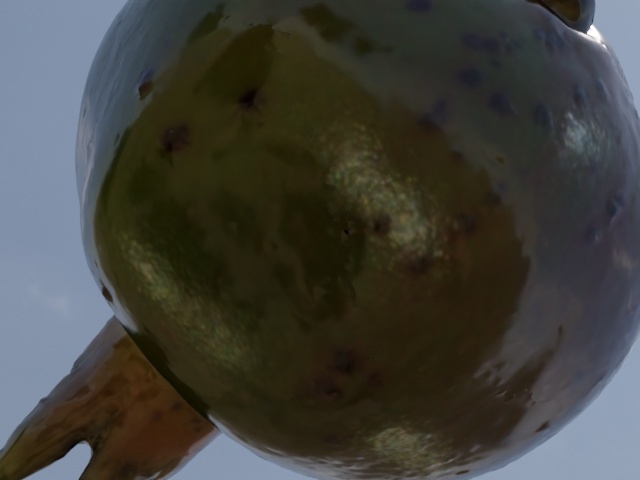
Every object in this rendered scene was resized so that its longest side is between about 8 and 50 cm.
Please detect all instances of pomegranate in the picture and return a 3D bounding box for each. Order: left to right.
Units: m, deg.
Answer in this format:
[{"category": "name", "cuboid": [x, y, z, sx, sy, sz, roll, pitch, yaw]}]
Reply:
[{"category": "pomegranate", "cuboid": [-0.006, 0.002, 0.458, 0.198, 0.246, 0.198, 47, -14, 16]}]
